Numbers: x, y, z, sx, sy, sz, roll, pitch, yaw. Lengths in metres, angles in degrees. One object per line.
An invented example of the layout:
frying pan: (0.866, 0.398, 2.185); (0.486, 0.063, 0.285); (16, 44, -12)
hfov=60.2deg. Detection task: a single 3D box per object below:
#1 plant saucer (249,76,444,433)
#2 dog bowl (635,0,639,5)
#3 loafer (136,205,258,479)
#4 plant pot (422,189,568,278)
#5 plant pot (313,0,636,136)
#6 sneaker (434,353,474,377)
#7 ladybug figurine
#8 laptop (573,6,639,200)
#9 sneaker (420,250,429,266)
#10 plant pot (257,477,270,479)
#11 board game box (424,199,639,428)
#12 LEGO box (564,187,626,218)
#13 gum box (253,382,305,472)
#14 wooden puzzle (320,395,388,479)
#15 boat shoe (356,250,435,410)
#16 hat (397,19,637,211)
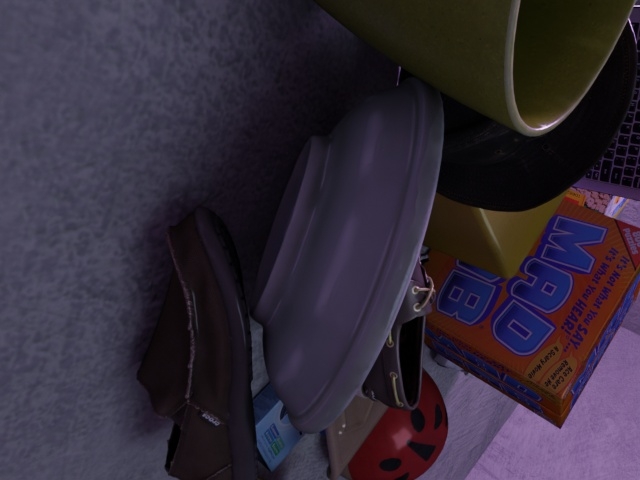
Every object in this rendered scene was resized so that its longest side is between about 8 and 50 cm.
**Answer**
plant saucer: (0.000, 0.000, 0.615); (0.400, 0.100, 0.401); (-162, -90, -81)
dog bowl: (0.454, -0.482, 0.784); (0.349, 0.348, 0.102); (-50, 159, -16)
loafer: (-0.142, 0.143, 0.617); (0.130, 0.134, 0.366); (-5, 112, -10)
plant pot: (0.261, -0.097, 0.940); (0.212, 0.212, 0.187); (-54, 135, -10)
plant pot: (0.104, -0.269, 0.491); (0.274, 0.293, 0.275); (-34, 138, -36)
sneaker: (0.467, 0.330, 1.531); (0.365, 0.210, 0.137); (16, 102, -57)
ladybug figurine: (0.172, 0.429, 1.249); (0.305, 0.161, 0.449); (-57, 147, -5)
laptop: (0.577, -0.214, 1.026); (0.236, 0.407, 0.382); (-31, 129, -39)
sneaker: (0.172, 0.064, 1.076); (0.109, 0.043, 0.040); (-60, 150, 3)
plant pot: (-0.081, 0.510, 0.909); (0.254, 0.254, 0.239); (-50, 132, -16)
board game box: (0.444, 0.132, 1.209); (0.356, 0.356, 0.356); (-54, 147, -10)
LEGO box: (0.840, -0.293, 1.577); (0.500, 0.193, 0.373); (-39, 141, -30)
gum box: (-0.050, 0.282, 0.942); (0.184, 0.041, 0.157); (-43, 142, -25)
wooden puzzle: (0.077, 0.179, 0.950); (0.322, 0.080, 0.348); (-38, 134, -45)
boat shoe: (0.114, 0.093, 0.792); (0.116, 0.096, 0.325); (-20, 120, -54)
hat: (0.183, -0.167, 0.662); (0.134, 0.331, 0.331); (-25, 133, -39)
